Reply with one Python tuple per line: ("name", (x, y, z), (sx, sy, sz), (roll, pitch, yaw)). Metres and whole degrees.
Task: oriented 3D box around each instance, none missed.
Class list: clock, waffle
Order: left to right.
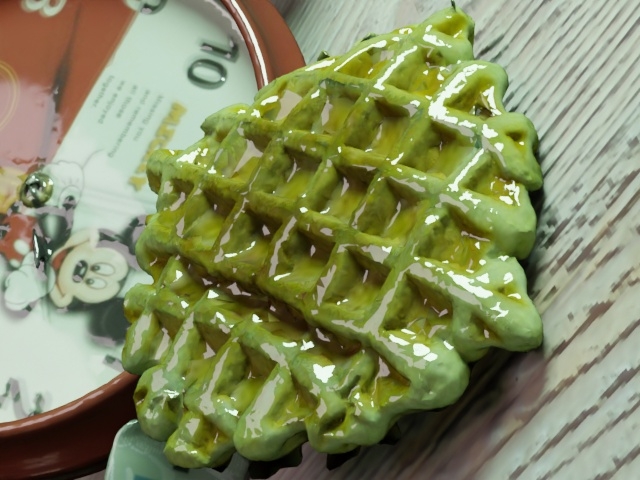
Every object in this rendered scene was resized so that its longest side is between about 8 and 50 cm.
("clock", (-0.148, -0.024, 0.879), (0.318, 0.080, 0.319), (-8, 65, 17))
("waffle", (0.000, 0.000, 0.707), (0.214, 0.054, 0.208), (-27, 52, 26))

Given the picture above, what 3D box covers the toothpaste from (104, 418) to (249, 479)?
("toothpaste", (-0.101, 0.213, 0.790), (0.037, 0.067, 0.255), (-164, 91, -76))
